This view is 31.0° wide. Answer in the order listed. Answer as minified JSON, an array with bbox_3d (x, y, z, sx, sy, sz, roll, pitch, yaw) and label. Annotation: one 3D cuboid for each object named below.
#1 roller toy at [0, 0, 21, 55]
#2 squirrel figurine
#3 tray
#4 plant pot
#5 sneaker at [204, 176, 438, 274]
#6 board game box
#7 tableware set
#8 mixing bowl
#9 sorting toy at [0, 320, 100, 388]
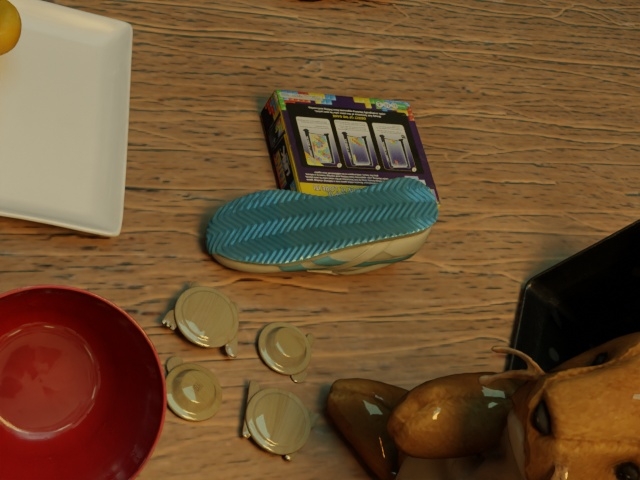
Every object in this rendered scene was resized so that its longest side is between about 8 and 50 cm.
[{"bbox_3d":[-0.387,-0.192,1.027,0.191,0.146,0.209,24,47,2],"label":"roller toy"},{"bbox_3d":[0.242,0.195,0.948,0.397,0.370,0.281,13,53,-20],"label":"squirrel figurine"},{"bbox_3d":[-0.261,-0.122,1.124,0.145,0.030,0.270,12,54,-22],"label":"tray"},{"bbox_3d":[0.319,0.118,1.180,0.167,0.187,0.188,35,48,-20],"label":"plant pot"},{"bbox_3d":[0.000,0.000,1.147,0.229,0.092,0.087,-5,62,-8],"label":"sneaker"},{"bbox_3d":[0.032,-0.088,1.244,0.170,0.048,0.141,2,60,-27],"label":"board game box"},{"bbox_3d":[-0.073,0.119,1.065,0.169,0.020,0.141,23,53,-14],"label":"tableware set"},{"bbox_3d":[-0.218,0.119,0.914,0.181,0.098,0.181,-1,95,-16],"label":"mixing bowl"},{"bbox_3d":[-0.233,0.091,0.986,0.102,0.061,0.042,25,7,-20],"label":"sorting toy"}]
